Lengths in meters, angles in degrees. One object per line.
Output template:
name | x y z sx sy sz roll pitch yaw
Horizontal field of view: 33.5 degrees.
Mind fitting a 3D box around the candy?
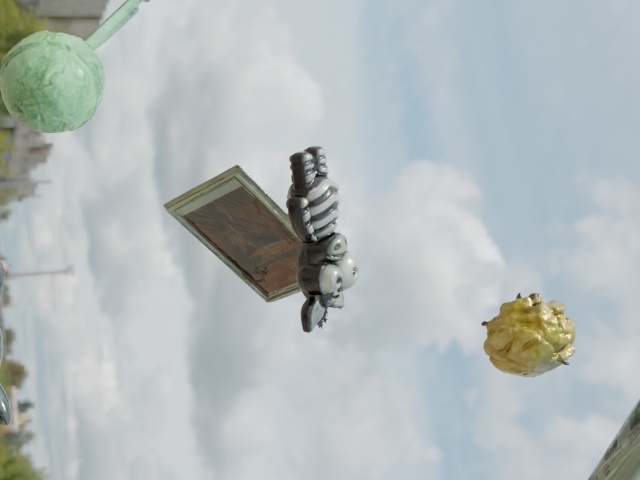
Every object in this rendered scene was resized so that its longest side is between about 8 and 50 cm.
candy | -0.290 -0.260 1.365 0.440 0.119 0.119 -75 174 -59

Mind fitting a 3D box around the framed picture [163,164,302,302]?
framed picture | -0.115 0.000 1.813 0.216 0.273 0.016 -24 -150 44

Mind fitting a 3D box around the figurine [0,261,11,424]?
figurine | -0.456 0.158 1.187 0.265 0.140 0.193 -39 -127 35

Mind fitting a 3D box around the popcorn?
popcorn | 0.341 0.158 1.728 0.148 0.167 0.152 -44 -117 17

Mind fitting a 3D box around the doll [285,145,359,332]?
doll | 0.000 0.000 1.251 0.067 0.091 0.219 3 -72 29

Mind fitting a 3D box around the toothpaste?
toothpaste | 0.222 0.188 0.815 0.064 0.041 0.218 -66 175 -55
